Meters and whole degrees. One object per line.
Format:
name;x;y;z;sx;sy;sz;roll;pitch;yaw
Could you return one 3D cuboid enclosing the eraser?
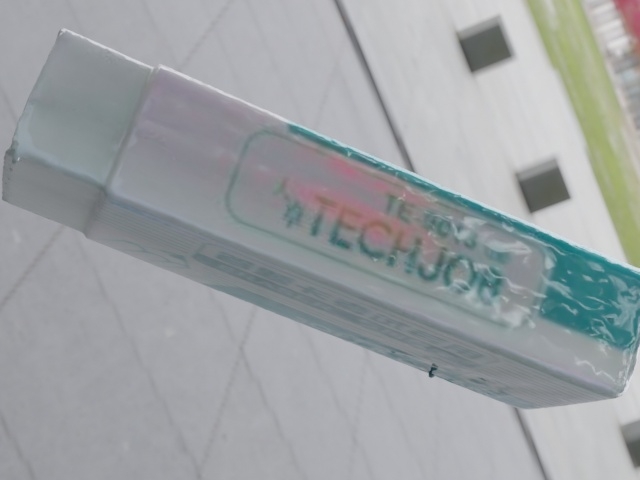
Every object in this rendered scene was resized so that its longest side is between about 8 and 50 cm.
eraser;0.000;0.000;0.526;0.095;0.225;0.052;146;-34;-74
